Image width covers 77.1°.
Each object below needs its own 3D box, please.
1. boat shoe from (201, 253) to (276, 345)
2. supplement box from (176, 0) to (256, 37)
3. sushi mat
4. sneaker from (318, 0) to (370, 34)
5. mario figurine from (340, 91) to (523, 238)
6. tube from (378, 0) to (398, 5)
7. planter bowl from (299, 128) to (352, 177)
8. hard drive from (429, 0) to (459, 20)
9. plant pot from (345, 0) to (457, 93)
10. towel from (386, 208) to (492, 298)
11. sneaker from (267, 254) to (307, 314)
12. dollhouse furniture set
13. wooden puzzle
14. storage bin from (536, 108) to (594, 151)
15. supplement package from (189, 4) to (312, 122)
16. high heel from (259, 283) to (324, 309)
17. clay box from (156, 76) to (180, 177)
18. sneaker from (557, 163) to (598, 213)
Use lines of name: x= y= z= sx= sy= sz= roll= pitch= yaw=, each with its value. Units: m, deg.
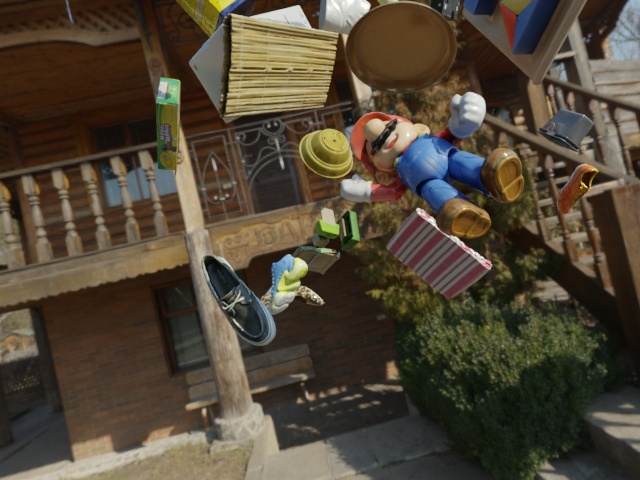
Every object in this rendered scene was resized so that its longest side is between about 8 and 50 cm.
boat shoe: x=-0.267 y=0.180 z=1.220 sx=0.121 sy=0.335 sz=0.119 roll=-42 pitch=-18 yaw=-4
supplement box: x=-0.436 y=-0.970 z=1.502 sx=0.194 sy=0.356 sz=0.195 roll=-48 pitch=13 yaw=-19
sushi mat: x=-0.063 y=-0.306 z=0.725 sx=0.019 sy=0.151 sz=0.317 roll=26 pitch=31 yaw=22
sneaker: x=0.094 y=-0.861 z=1.407 sx=0.169 sy=0.292 sz=0.108 roll=6 pitch=0 yaw=-18
mario figurine: x=0.136 y=-0.133 z=0.630 sx=0.198 sy=0.170 sz=0.320 roll=-23 pitch=36 yaw=-14
tube: x=0.276 y=-0.825 z=1.468 sx=0.070 sy=0.240 sz=0.062 roll=-37 pitch=10 yaw=-2
planter bowl: x=0.038 y=-0.346 z=1.492 sx=0.217 sy=0.217 sz=0.090 roll=-13 pitch=-20 yaw=-27
hard drive: x=0.518 y=-1.082 z=1.613 sx=0.064 sy=0.338 sz=0.237 roll=16 pitch=29 yaw=27
plant pot: x=0.173 y=-0.417 z=0.873 sx=0.237 sy=0.032 sz=0.236 roll=8 pitch=-22 yaw=3
towel: x=0.252 y=0.032 z=0.882 sx=0.029 sy=0.197 sz=0.144 roll=-43 pitch=-10 yaw=-42
sneaker: x=-0.146 y=0.159 z=1.521 sx=0.240 sy=0.126 sz=0.091 roll=-56 pitch=-34 yaw=7
dollhouse furniture set: x=0.000 y=0.000 z=1.722 sx=0.198 sy=0.151 sz=0.301 roll=14 pitch=-41 yaw=-28
wooden puzzle: x=0.364 y=-0.508 z=0.716 sx=0.081 sy=0.347 sz=0.322 roll=-5 pitch=-38 yaw=-10
storage bin: x=0.750 y=-0.347 z=1.231 sx=0.098 sy=0.091 sz=0.135 roll=25 pitch=20 yaw=-22
supplement package: x=-0.150 y=-0.460 z=1.047 sx=0.178 sy=0.175 sz=0.293 roll=-15 pitch=21 yaw=46
high heel: x=-0.130 y=0.277 z=1.724 sx=0.261 sy=0.093 sz=0.186 roll=20 pitch=58 yaw=24
clay box: x=-0.392 y=-0.284 z=1.036 sx=0.053 sy=0.127 sz=0.222 roll=4 pitch=-44 yaw=-19
sneaker: x=0.840 y=-0.164 z=1.321 sx=0.064 sy=0.175 sz=0.067 roll=7 pitch=28 yaw=-11
